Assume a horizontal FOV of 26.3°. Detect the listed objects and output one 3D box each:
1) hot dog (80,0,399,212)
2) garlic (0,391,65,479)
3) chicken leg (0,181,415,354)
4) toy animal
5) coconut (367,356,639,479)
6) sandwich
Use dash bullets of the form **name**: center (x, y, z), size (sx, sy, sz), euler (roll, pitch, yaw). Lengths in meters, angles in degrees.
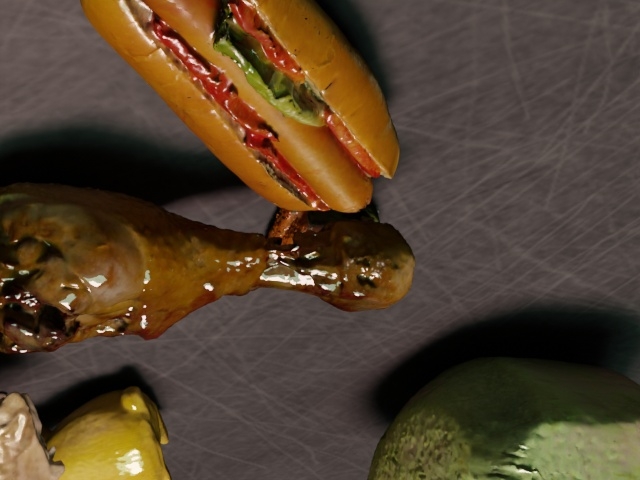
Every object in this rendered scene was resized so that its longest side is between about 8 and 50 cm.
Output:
- **hot dog**: center (-0.032, -0.077, 0.628), size (0.092, 0.062, 0.236), euler (-20, 148, 20)
- **garlic**: center (-0.242, 0.129, 0.854), size (0.124, 0.099, 0.174), euler (-32, 126, -21)
- **chicken leg**: center (-0.075, 0.012, 0.725), size (0.251, 0.087, 0.107), euler (-1, -176, -12)
- **toy animal**: center (-0.187, 0.150, 0.946), size (0.159, 0.070, 0.083), euler (-16, 132, 5)
- **coconut**: center (0.153, 0.191, 1.010), size (0.236, 0.236, 0.204), euler (9, 178, -31)
- **sandwich**: center (0.003, 0.001, 0.805), size (0.069, 0.026, 0.101), euler (-5, 150, -14)
